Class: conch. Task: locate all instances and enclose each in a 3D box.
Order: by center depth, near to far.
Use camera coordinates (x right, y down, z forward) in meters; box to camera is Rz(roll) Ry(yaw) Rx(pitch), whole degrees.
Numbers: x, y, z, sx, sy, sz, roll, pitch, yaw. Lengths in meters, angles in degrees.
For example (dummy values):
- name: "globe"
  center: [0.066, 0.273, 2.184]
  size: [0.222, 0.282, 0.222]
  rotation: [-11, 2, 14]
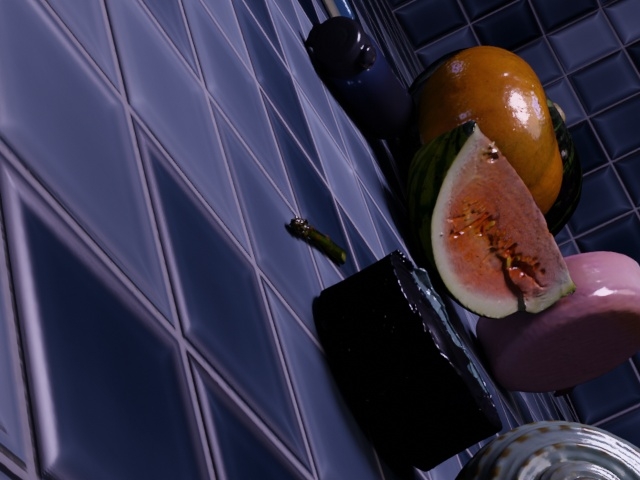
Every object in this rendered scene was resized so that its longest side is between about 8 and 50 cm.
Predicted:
- name: "conch"
  center: [0.149, 0.201, 1.084]
  size: [0.131, 0.200, 0.172]
  rotation: [38, 54, -15]

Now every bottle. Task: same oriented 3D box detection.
- name: "bottle"
  center: [0.054, -0.194, 1.835]
  size: [0.082, 0.072, 0.244]
  rotation: [23, -8, 24]

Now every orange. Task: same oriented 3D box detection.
- name: "orange"
  center: [0.213, -0.128, 1.949]
  size: [0.240, 0.171, 0.240]
  rotation: [-16, 90, -81]

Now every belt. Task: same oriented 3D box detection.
- name: "belt"
  center: [0.066, 0.088, 1.110]
  size: [0.151, 0.078, 0.198]
  rotation: [63, 9, 25]

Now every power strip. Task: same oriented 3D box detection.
- name: "power strip"
  center: [0.012, -0.365, 2.209]
  size: [0.123, 0.032, 0.056]
  rotation: [63, 9, -9]

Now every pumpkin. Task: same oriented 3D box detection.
- name: "pumpkin"
  center: [0.246, -0.128, 2.224]
  size: [0.323, 0.241, 0.323]
  rotation: [59, 14, -25]

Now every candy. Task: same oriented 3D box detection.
- name: "candy"
  center: [0.332, 0.117, 2.056]
  size: [0.255, 0.255, 0.094]
  rotation: [50, 17, -57]

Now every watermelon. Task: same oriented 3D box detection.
- name: "watermelon"
  center: [0.175, 0.004, 1.848]
  size: [0.303, 0.159, 0.128]
  rotation: [55, 43, -35]

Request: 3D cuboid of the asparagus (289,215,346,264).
- name: "asparagus"
  center: [0.000, 0.000, 1.186]
  size: [0.016, 0.013, 0.166]
  rotation: [56, 5, 17]
